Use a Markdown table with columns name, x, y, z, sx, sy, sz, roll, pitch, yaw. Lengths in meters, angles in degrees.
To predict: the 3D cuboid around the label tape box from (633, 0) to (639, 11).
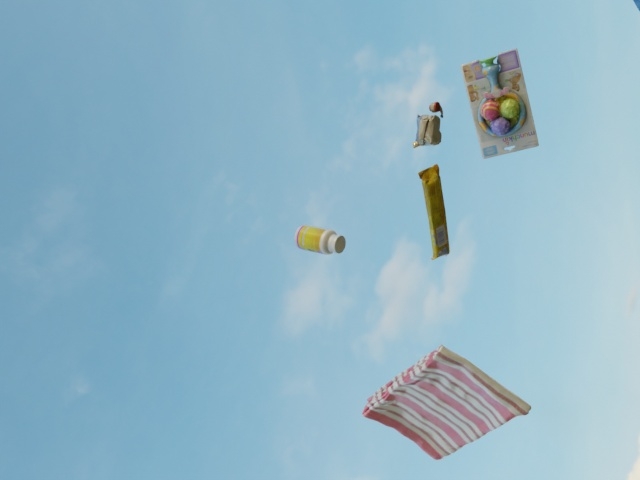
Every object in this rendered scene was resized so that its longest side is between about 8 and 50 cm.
| name | x | y | z | sx | sy | sz | roll | pitch | yaw |
| --- | --- | --- | --- | --- | --- | --- | --- | --- | --- |
| label tape box | 0.764 | -0.664 | 1.255 | 0.249 | 0.347 | 0.115 | 51 | -140 | -11 |

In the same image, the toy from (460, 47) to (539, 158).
| name | x | y | z | sx | sy | sz | roll | pitch | yaw |
| --- | --- | --- | --- | --- | --- | --- | --- | --- | --- |
| toy | 0.425 | -0.320 | 1.460 | 0.056 | 0.136 | 0.237 | -35 | -69 | -61 |

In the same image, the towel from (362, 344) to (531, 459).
| name | x | y | z | sx | sy | sz | roll | pitch | yaw |
| --- | --- | --- | --- | --- | --- | --- | --- | --- | --- |
| towel | 0.160 | 0.224 | 0.811 | 0.144 | 0.197 | 0.029 | 33 | -136 | -6 |

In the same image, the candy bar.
| name | x | y | z | sx | sy | sz | roll | pitch | yaw |
| --- | --- | --- | --- | --- | --- | --- | --- | --- | --- |
| candy bar | 0.185 | -0.041 | 0.985 | 0.040 | 0.018 | 0.162 | -24 | -64 | -24 |

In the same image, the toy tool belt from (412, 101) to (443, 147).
| name | x | y | z | sx | sy | sz | roll | pitch | yaw |
| --- | --- | --- | --- | --- | --- | --- | --- | --- | --- |
| toy tool belt | 0.193 | -0.213 | 1.131 | 0.052 | 0.051 | 0.083 | 12 | -99 | -49 |

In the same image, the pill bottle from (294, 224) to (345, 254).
| name | x | y | z | sx | sy | sz | roll | pitch | yaw |
| --- | --- | --- | --- | --- | --- | --- | --- | --- | --- |
| pill bottle | 0.000 | 0.000 | 1.015 | 0.043 | 0.083 | 0.043 | -17 | -68 | -48 |
